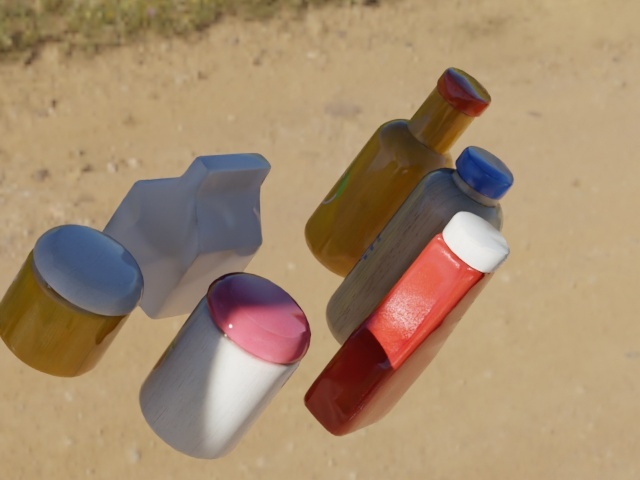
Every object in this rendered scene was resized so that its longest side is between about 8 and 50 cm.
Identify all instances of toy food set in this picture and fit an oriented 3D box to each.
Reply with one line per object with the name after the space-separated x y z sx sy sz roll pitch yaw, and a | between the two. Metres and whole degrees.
0.000 0.000 0.513 0.111 0.104 0.232 48 28 21 | toy food set
